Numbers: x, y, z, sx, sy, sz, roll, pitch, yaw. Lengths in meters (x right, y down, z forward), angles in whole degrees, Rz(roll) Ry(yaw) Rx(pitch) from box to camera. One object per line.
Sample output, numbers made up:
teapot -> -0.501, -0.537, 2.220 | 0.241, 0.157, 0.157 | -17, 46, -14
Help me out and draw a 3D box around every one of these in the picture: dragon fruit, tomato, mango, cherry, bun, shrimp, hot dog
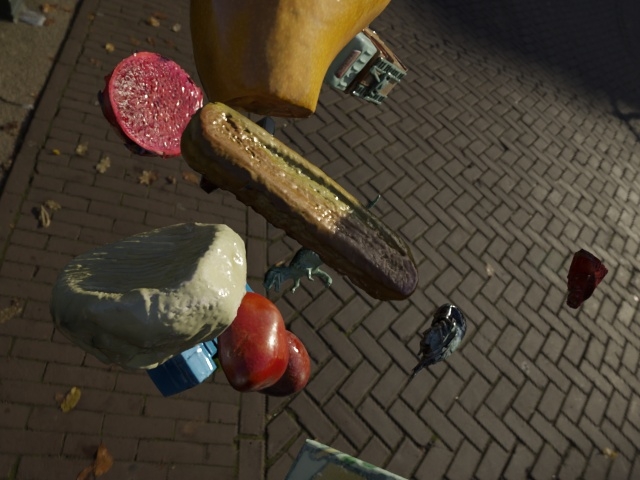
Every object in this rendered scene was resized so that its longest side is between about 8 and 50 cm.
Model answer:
dragon fruit -> -0.258, -0.180, 0.752 | 0.153, 0.111, 0.152 | 8, 79, -42
dragon fruit -> 0.605, 0.097, 1.185 | 0.097, 0.131, 0.063 | 30, 10, -8
tomato -> -0.104, 0.160, 0.871 | 0.166, 0.082, 0.174 | 29, 43, -65
mango -> -0.014, -0.274, 0.497 | 0.187, 0.144, 0.359 | 40, 70, -27
cherry -> -0.144, 0.373, 1.648 | 0.239, 0.239, 0.206 | 48, 27, 7
bun -> -0.188, 0.070, 0.598 | 0.231, 0.231, 0.133 | -30, 120, -38
shrimp -> 0.234, 0.206, 1.040 | 0.079, 0.090, 0.233 | 46, 47, 5
hot dog -> -0.010, -0.024, 0.397 | 0.216, 0.047, 0.066 | 35, 54, -20

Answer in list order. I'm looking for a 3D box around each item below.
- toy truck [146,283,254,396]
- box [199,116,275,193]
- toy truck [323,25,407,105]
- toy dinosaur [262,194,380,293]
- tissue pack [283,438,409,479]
toy truck -> -0.287, 0.236, 1.342 | 0.161, 0.162, 0.385 | 60, 24, -6
box -> -0.170, -0.175, 1.070 | 0.036, 0.178, 0.115 | 39, 43, -37
toy truck -> 0.056, -0.359, 1.014 | 0.162, 0.136, 0.305 | 48, 23, 13
toy dinosaur -> 0.029, 0.040, 1.310 | 0.383, 0.076, 0.129 | -36, 101, -23
tissue pack -> 0.055, 0.454, 0.755 | 0.128, 0.311, 0.228 | 50, 58, -34
